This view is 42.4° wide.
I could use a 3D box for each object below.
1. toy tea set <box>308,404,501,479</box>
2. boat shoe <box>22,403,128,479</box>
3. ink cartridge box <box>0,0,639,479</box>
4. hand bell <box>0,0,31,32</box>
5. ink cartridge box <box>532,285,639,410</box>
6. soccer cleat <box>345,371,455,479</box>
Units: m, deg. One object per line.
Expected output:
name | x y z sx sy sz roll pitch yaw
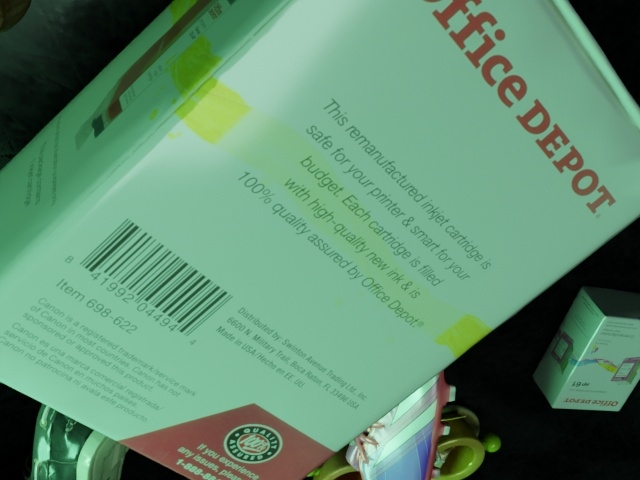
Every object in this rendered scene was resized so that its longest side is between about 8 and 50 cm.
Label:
toy tea set | 0.032 0.297 0.845 0.335 0.124 0.200 -10 126 -9
boat shoe | -0.234 0.222 0.762 0.079 0.084 0.233 29 126 10
ink cartridge box | -0.008 -0.029 0.555 0.384 0.160 0.279 -40 125 13
hand bell | -0.159 -0.149 0.411 0.126 0.242 0.126 -8 126 -11
ink cartridge box | 0.284 0.112 0.835 0.088 0.052 0.122 7 123 -20
soccer cleat | 0.067 0.162 0.745 0.095 0.083 0.248 1 112 2
